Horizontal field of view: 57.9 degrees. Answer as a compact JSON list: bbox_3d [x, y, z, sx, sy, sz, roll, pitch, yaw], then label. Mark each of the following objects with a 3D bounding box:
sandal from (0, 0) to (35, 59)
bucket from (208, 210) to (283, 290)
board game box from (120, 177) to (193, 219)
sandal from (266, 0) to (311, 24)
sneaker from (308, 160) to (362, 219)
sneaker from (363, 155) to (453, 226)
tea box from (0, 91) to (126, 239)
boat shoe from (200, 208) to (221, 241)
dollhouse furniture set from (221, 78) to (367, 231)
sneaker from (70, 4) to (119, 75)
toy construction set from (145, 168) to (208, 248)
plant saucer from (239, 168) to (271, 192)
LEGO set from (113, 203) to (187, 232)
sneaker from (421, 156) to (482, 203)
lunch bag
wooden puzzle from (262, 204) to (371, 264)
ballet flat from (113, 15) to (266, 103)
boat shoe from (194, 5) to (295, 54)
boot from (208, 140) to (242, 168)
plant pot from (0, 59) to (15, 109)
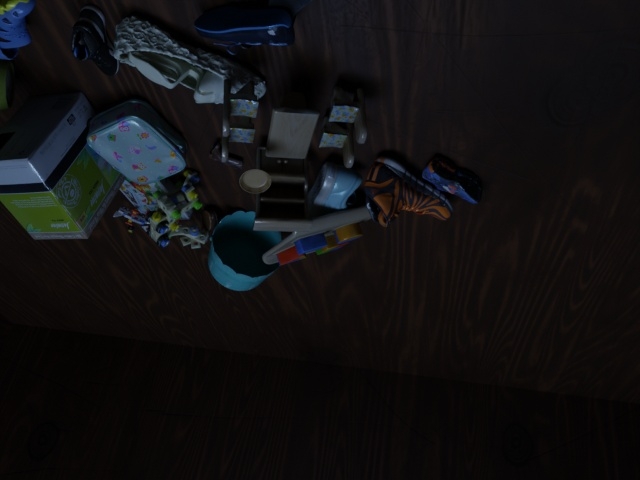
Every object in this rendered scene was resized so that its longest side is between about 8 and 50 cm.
[{"bbox_3d":[-0.808,-0.562,1.497,0.317,0.126,0.138,-6,149,41],"label":"sandal"},{"bbox_3d":[-0.285,0.045,2.163,0.281,0.281,0.183,20,149,-14],"label":"bucket"},{"bbox_3d":[-0.620,-0.179,2.107,0.193,0.053,0.305,-1,147,19],"label":"board game box"},{"bbox_3d":[-0.070,-0.559,1.318,0.097,0.054,0.254,30,155,-16],"label":"sandal"},{"bbox_3d":[0.035,-0.119,1.913,0.150,0.135,0.366,14,154,-11],"label":"sneaker"},{"bbox_3d":[0.257,-0.106,1.788,0.321,0.180,0.124,30,168,-20],"label":"sneaker"},{"bbox_3d":[-0.811,-0.226,1.790,0.220,0.329,0.323,0,138,18],"label":"tea box"},{"bbox_3d":[-0.415,-0.064,2.224,0.073,0.073,0.207,-19,162,-24],"label":"boat shoe"},{"bbox_3d":[-0.091,-0.216,1.600,0.362,0.256,0.394,1,158,-11],"label":"dollhouse furniture set"},{"bbox_3d":[-0.602,-0.493,1.523,0.079,0.121,0.217,10,149,4],"label":"sneaker"},{"bbox_3d":[-0.507,-0.086,2.060,0.151,0.215,0.327,36,150,23],"label":"toy construction set"},{"bbox_3d":[-0.172,-0.160,1.530,0.083,0.015,0.083,-5,137,-4],"label":"plant saucer"},{"bbox_3d":[-0.661,-0.063,2.208,0.244,0.060,0.182,-1,144,21],"label":"LEGO set"},{"bbox_3d":[0.402,-0.179,1.758,0.221,0.083,0.087,31,158,-19],"label":"sneaker"},{"bbox_3d":[-0.558,-0.303,1.808,0.224,0.108,0.279,-22,143,17],"label":"lunch bag"},{"bbox_3d":[0.000,0.000,1.977,0.322,0.080,0.348,-15,167,-28],"label":"wooden puzzle"},{"bbox_3d":[-0.349,-0.436,1.523,0.409,0.147,0.147,22,148,-18],"label":"ballet flat"},{"bbox_3d":[-0.183,-0.487,1.370,0.258,0.109,0.089,16,156,26],"label":"boat shoe"},{"bbox_3d":[-0.295,-0.271,1.864,0.114,0.037,0.106,24,160,-14],"label":"boot"},{"bbox_3d":[-1.035,-0.459,1.630,0.293,0.274,0.275,5,152,-19],"label":"plant pot"}]
